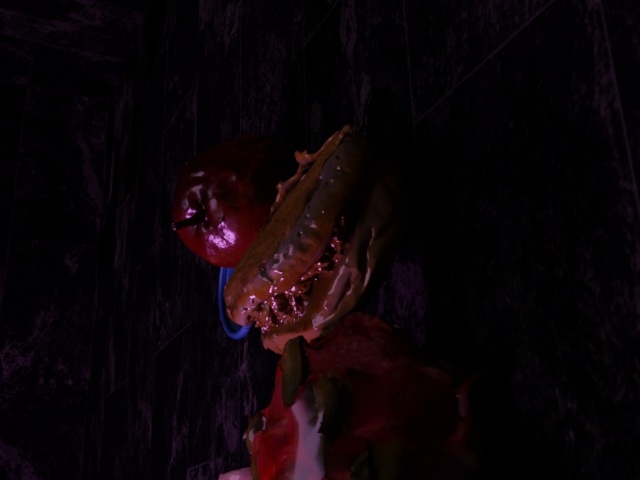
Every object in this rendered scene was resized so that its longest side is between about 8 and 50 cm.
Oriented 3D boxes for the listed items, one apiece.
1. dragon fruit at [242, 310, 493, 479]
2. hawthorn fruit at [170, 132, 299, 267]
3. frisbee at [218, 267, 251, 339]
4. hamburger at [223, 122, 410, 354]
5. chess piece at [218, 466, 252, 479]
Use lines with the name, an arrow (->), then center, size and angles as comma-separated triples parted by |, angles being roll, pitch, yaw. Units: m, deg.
dragon fruit -> 0.044, 0.207, 0.848 | 0.303, 0.231, 0.237 | -102, 26, -46
hawthorn fruit -> -0.137, -0.047, 1.291 | 0.230, 0.266, 0.210 | 12, 117, 26
frisbee -> -0.135, 0.063, 1.517 | 0.242, 0.045, 0.242 | -173, 90, -65
hamburger -> 0.000, 0.000, 1.057 | 0.319, 0.158, 0.319 | -55, 14, 22
chess piece -> -0.072, 0.528, 1.162 | 0.117, 0.117, 0.397 | 130, 138, -50
